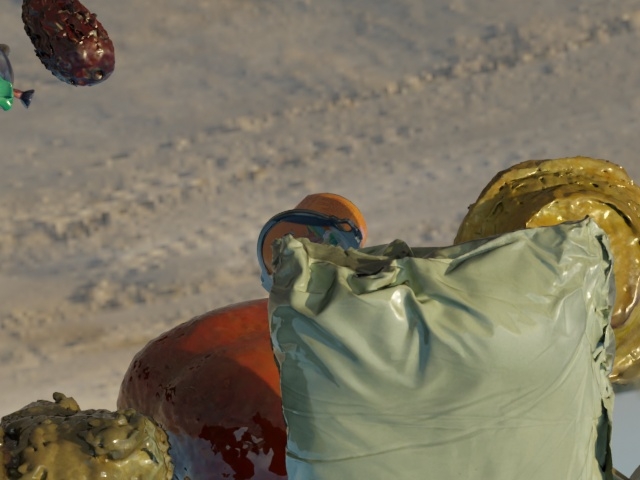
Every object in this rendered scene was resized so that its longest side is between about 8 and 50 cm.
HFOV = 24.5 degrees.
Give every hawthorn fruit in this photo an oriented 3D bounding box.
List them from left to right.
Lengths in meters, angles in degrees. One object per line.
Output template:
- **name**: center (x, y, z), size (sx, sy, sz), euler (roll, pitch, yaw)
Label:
- **hawthorn fruit**: center (-0.035, 0.184, 1.514), size (0.330, 0.287, 0.287), euler (-31, -177, -27)

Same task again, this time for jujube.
- **jujube**: center (-0.332, -0.266, 1.914), size (0.104, 0.166, 0.104), euler (-29, 150, -19)

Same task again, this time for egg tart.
- **egg tart**: center (0.341, 0.036, 1.993), size (0.341, 0.341, 0.129), euler (-9, 169, -6)

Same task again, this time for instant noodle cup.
- **instant noodle cup**: center (0.000, 0.000, 2.384), size (0.208, 0.177, 0.125), euler (-20, -159, 30)

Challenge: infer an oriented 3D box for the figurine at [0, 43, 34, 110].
- **figurine**: center (-0.454, -0.250, 1.953), size (0.111, 0.195, 0.102), euler (-17, 160, -1)

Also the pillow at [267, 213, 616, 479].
- **pillow**: center (0.103, 0.127, 1.157), size (0.283, 0.310, 0.138), euler (-1, -159, 7)

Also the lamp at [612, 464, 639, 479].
- **lamp**: center (0.449, 0.353, 2.164), size (0.215, 0.121, 0.121), euler (33, 171, 1)

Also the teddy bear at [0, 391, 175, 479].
- **teddy bear**: center (-0.236, 0.205, 1.123), size (0.256, 0.156, 0.267), euler (-8, -145, -7)
